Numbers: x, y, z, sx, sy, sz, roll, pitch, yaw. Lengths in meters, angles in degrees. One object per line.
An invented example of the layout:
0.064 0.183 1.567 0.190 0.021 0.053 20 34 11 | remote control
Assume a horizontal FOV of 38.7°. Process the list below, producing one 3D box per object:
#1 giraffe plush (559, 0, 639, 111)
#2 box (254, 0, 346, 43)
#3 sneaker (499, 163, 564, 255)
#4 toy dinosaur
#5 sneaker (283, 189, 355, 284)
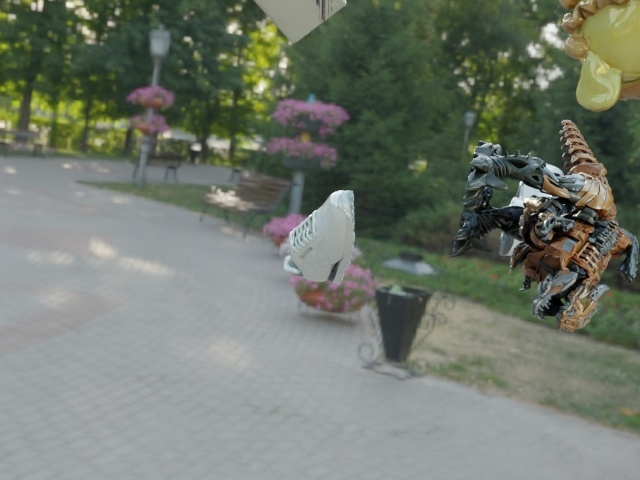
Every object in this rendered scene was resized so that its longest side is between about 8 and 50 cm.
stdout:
0.281 -0.162 0.717 0.171 0.210 0.181 -11 41 17 | giraffe plush
-0.087 -0.388 1.145 0.275 0.094 0.113 42 22 -40 | box
0.379 -0.041 1.505 0.129 0.110 0.297 14 31 14 | sneaker
0.284 -0.027 1.128 0.219 0.164 0.322 13 29 10 | toy dinosaur
0.000 0.000 1.378 0.095 0.090 0.235 9 -31 -4 | sneaker
